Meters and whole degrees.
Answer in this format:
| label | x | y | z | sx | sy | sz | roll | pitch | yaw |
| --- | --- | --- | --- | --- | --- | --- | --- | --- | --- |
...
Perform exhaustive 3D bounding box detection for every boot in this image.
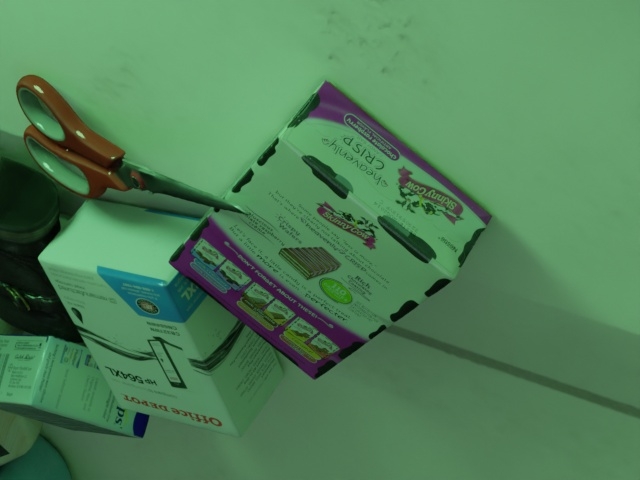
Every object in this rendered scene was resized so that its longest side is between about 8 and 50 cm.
| label | x | y | z | sx | sy | sz | roll | pitch | yaw |
| --- | --- | --- | --- | --- | --- | --- | --- | --- | --- |
| boot | -0.329 | -0.004 | 1.332 | 0.263 | 0.091 | 0.229 | 29 | 151 | 16 |

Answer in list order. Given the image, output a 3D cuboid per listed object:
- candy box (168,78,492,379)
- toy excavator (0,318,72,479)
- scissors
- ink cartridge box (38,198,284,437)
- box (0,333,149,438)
| label | x | y | z | sx | sy | sz | roll | pitch | yaw |
| --- | --- | --- | --- | --- | --- | --- | --- | --- | --- |
| candy box | 0.000 | 0.000 | 1.073 | 0.159 | 0.071 | 0.233 | 39 | 146 | -7 |
| toy excavator | -0.404 | 0.260 | 1.648 | 0.445 | 0.222 | 0.433 | -21 | 118 | 35 |
| scissors | -0.149 | -0.047 | 1.125 | 0.297 | 0.021 | 0.109 | 29 | 142 | 34 |
| ink cartridge box | -0.138 | 0.071 | 1.262 | 0.148 | 0.086 | 0.203 | 9 | 138 | 32 |
| box | -0.255 | 0.144 | 1.408 | 0.137 | 0.072 | 0.126 | 25 | 162 | -39 |
